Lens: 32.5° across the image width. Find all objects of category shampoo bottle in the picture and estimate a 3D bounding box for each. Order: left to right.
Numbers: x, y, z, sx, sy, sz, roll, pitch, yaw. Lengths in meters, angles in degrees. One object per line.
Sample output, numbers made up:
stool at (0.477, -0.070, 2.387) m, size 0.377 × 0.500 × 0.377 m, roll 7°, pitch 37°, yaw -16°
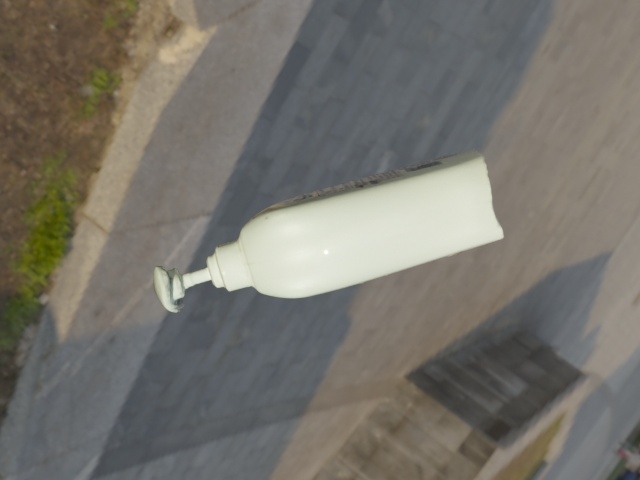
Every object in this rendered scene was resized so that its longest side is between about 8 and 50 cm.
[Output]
shampoo bottle at (0.000, 0.000, 0.481) m, size 0.152 × 0.045 × 0.077 m, roll -15°, pitch -174°, yaw -3°
